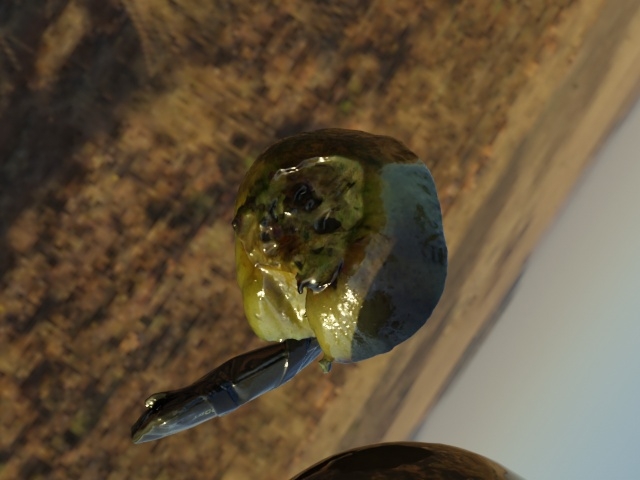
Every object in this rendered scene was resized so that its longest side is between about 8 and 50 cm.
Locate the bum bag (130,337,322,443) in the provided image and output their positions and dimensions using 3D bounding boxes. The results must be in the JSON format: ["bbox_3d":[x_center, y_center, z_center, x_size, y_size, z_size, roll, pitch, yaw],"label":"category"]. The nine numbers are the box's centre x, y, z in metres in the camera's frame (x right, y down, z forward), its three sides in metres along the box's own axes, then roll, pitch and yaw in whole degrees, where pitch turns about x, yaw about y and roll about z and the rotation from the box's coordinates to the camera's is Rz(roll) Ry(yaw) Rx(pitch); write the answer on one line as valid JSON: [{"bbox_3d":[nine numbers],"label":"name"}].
[{"bbox_3d":[-0.075,0.118,1.211,0.197,0.049,0.087,-26,175,-20],"label":"bum bag"}]

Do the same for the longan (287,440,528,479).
[{"bbox_3d":[0.059,0.278,0.939,0.297,0.297,0.297,-55,172,-11],"label":"longan"}]

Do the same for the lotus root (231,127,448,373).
[{"bbox_3d":[0.000,-0.004,1.122,0.183,0.203,0.078,-18,159,24],"label":"lotus root"}]
